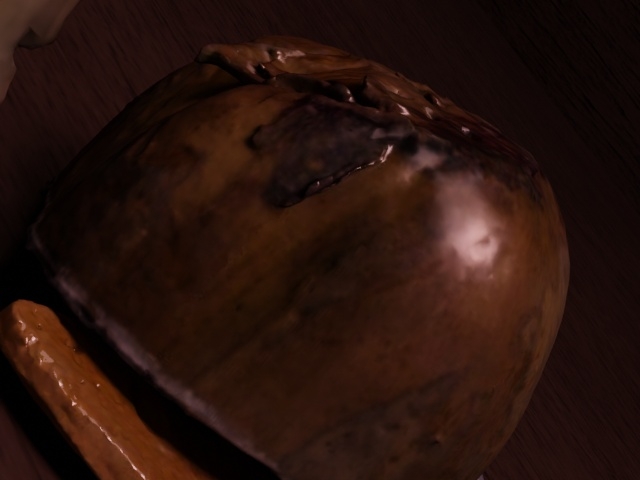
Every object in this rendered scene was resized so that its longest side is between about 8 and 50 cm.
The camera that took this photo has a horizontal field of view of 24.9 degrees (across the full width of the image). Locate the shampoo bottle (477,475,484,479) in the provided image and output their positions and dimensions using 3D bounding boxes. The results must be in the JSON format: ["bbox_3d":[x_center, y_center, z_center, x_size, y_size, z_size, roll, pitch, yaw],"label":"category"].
[{"bbox_3d":[0.065,0.152,0.802,0.087,0.049,0.234,37,21,-30],"label":"shampoo bottle"}]

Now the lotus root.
[{"bbox_3d":[0.000,0.000,0.702,0.272,0.192,0.272,36,15,-12],"label":"lotus root"}]

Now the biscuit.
[{"bbox_3d":[-0.047,0.111,0.639,0.250,0.035,0.162,44,11,-20],"label":"biscuit"}]

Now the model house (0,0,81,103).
[{"bbox_3d":[-0.266,-0.273,0.406,0.400,0.395,0.445,42,19,16],"label":"model house"}]
